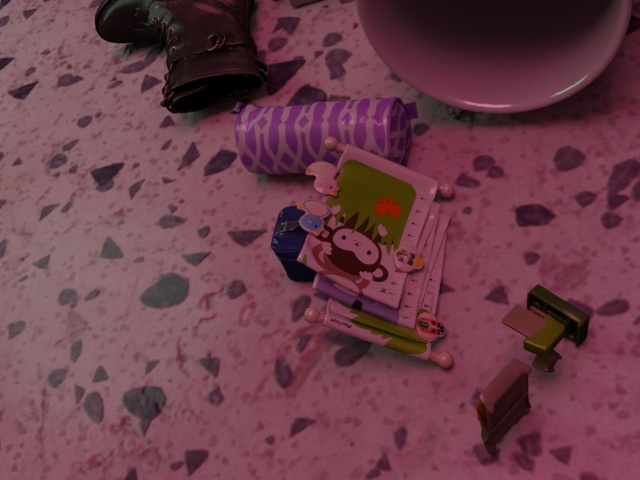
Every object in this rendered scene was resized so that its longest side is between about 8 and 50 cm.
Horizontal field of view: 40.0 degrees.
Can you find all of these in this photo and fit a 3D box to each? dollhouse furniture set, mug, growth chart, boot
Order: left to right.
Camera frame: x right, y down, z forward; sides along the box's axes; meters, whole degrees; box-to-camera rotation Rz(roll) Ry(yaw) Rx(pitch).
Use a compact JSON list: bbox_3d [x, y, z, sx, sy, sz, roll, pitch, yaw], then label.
[{"bbox_3d":[-0.194,-0.260,1.184,0.263,0.091,0.229,-11,52,12],"label":"boot"},{"bbox_3d":[0.057,0.004,0.885,0.172,0.021,0.237,15,56,-9],"label":"growth chart"},{"bbox_3d":[0.171,0.107,0.779,0.058,0.076,0.151,32,62,34],"label":"dollhouse furniture set"},{"bbox_3d":[0.244,-0.363,0.934,0.374,0.276,0.328,-22,36,41],"label":"mug"}]

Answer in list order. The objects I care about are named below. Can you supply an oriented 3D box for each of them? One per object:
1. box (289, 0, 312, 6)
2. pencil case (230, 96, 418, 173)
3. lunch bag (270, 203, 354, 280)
[{"bbox_3d":[0.043,-0.435,1.175,0.232,0.149,0.127,-13,51,13],"label":"box"},{"bbox_3d":[0.002,-0.121,1.011,0.206,0.086,0.088,3,34,22],"label":"pencil case"},{"bbox_3d":[0.000,0.000,0.931,0.098,0.065,0.067,-4,55,21],"label":"lunch bag"}]
